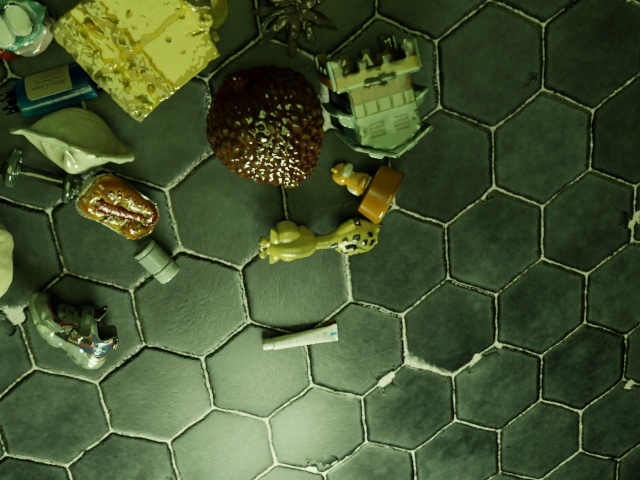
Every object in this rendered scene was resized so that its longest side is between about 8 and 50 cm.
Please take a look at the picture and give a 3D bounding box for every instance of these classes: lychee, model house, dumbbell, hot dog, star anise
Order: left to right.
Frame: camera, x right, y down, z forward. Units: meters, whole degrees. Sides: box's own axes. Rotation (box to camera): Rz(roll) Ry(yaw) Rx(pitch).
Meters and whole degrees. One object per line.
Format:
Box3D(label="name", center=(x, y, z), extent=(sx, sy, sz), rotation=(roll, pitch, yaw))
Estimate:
Box3D(label="dumbbell", center=(-0.574, -0.131, 1.320), extent=(0.254, 0.081, 0.081), rotation=(15, 106, -16))
Box3D(label="hot dog", center=(-0.423, -0.070, 1.352), extent=(0.108, 0.059, 0.191), rotation=(-50, 139, 3))
Box3D(label="lychee", center=(-0.100, -0.218, 1.301), extent=(0.271, 0.271, 0.271), rotation=(-4, 111, -10))
Box3D(label="star anise", center=(-0.050, -0.476, 1.306), extent=(0.182, 0.065, 0.195), rotation=(-16, 108, -6))
Box3D(label="model house", center=(0.109, -0.294, 1.318), extent=(0.198, 0.224, 0.215), rotation=(-19, 112, -4))

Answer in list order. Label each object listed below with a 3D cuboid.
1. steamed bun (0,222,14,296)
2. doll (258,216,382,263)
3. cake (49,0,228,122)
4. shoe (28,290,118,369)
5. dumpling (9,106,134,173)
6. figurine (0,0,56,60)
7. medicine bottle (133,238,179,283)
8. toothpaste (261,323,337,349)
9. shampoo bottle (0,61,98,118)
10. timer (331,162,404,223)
Box3D(label="steamed bun", center=(-0.744, -0.016, 1.244), extent=(0.289, 0.276, 0.203), rotation=(30, 91, 5))
Box3D(label="doll", center=(0.000, -0.001, 1.479), extent=(0.291, 0.086, 0.117), rotation=(-6, 129, -11))
Box3D(label="cake", center=(-0.308, -0.406, 1.194), extent=(0.286, 0.227, 0.222), rotation=(-38, 117, 7))
Box3D(label="shoe", center=(-0.537, 0.185, 1.430), extent=(0.125, 0.099, 0.227), rotation=(-33, 118, 10))
Box3D(label="dumpling", center=(-0.487, -0.195, 1.266), extent=(0.216, 0.166, 0.126), rotation=(40, 100, -14))
Box3D(label="figurine", center=(-0.549, -0.381, 1.148), extent=(0.138, 0.245, 0.110), rotation=(-29, 111, -7))
Box3D(label="medicine bottle", center=(-0.367, 0.047, 1.438), extent=(0.058, 0.058, 0.091), rotation=(-39, 112, 4))
Box3D(label="toothpaste", center=(-0.050, 0.243, 1.591), extent=(0.190, 0.031, 0.048), rotation=(-9, 109, -11))
Box3D(label="shampoo bottle", center=(-0.539, -0.296, 1.271), extent=(0.183, 0.050, 0.087), rotation=(-19, 72, -4))
Box3D(label="timer", center=(0.093, -0.129, 1.446), extent=(0.152, 0.132, 0.132), rotation=(28, 103, 1))
